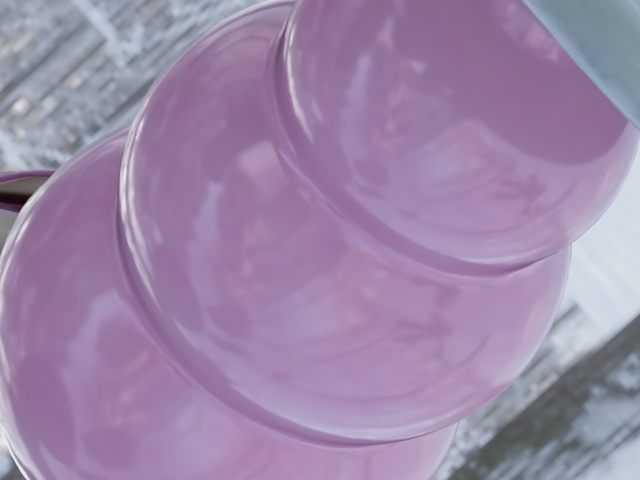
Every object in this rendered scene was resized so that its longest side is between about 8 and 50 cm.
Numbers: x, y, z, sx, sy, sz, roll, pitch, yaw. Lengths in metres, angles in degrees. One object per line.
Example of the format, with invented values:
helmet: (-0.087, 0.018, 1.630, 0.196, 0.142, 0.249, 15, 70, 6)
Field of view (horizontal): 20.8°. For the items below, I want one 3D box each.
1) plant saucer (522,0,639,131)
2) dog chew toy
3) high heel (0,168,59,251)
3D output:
plant saucer: (0.156, -0.136, 0.556, 0.400, 0.100, 0.400, 34, -148, -24)
dog chew toy: (0.000, 0.000, 0.679, 0.207, 0.332, 0.206, 17, -130, -22)
high heel: (-0.147, 0.020, 0.951, 0.377, 0.181, 0.127, 1, 105, 52)
